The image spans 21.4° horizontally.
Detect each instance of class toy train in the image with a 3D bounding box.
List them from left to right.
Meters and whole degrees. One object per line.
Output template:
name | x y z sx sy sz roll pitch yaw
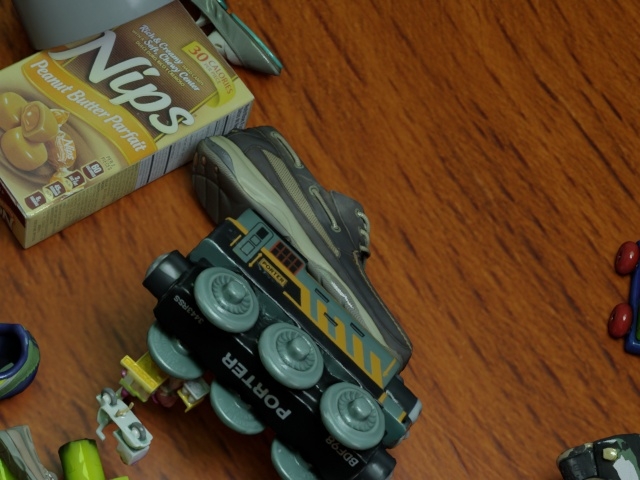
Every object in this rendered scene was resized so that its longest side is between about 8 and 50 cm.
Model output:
toy train | -0.034 0.116 1.782 0.334 0.142 0.190 43 39 -1
toy train | 0.425 0.006 2.023 0.105 0.143 0.248 15 61 -5

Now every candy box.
candy box | -0.259 -0.146 1.980 0.316 0.087 0.183 -31 73 -24

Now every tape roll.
tape roll | -0.251 -0.300 1.987 0.219 0.219 0.072 -29 109 -24

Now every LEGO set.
LEGO set | -0.135 0.156 1.854 0.287 0.107 0.132 -15 66 -39

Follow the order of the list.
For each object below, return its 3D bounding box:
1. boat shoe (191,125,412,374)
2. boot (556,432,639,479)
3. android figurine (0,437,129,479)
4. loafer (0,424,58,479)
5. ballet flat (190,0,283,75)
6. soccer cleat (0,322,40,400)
boat shoe | 0.000 0.000 1.939 0.130 0.132 0.355 -32 78 -28
boot | 0.305 0.362 1.818 0.377 0.138 0.284 -3 65 -18
android figurine | -0.256 0.340 1.717 0.248 0.056 0.273 -9 65 -17
loafer | -0.285 0.237 1.714 0.039 0.045 0.125 -23 64 -30
ballet flat | -0.131 -0.267 2.093 0.068 0.072 0.213 -39 75 2
soccer cleat | -0.435 0.148 1.771 0.289 0.121 0.093 -17 69 -20
